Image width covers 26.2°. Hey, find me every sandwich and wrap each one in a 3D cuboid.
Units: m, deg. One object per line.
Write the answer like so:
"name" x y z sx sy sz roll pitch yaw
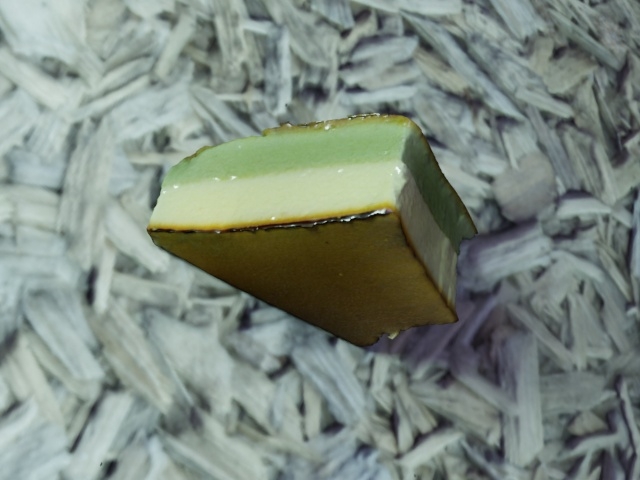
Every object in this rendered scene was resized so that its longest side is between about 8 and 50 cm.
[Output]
"sandwich" 0.000 0.000 1.120 0.186 0.220 0.108 56 39 -46
